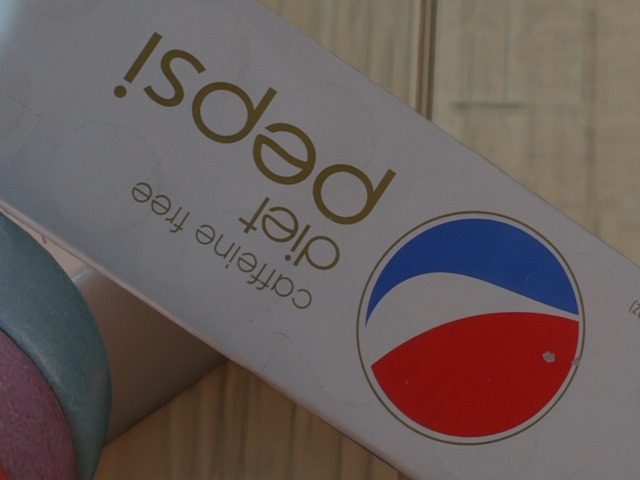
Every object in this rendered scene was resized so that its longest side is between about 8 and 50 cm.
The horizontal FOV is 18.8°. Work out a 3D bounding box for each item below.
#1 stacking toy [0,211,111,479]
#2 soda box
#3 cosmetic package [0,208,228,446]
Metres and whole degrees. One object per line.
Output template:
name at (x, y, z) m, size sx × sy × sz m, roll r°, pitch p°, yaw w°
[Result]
stacking toy at (-0.122, 0.126, 0.491) m, size 0.279 × 0.309 × 0.130 m, roll -27°, pitch 33°, yaw 18°
soda box at (0.000, 0.000, 0.474) m, size 0.216 × 0.069 × 0.074 m, roll 34°, pitch 87°, yaw -9°
cosmetic package at (-0.143, -0.031, 0.591) m, size 0.224 × 0.138 × 0.224 m, roll -35°, pitch 70°, yaw -7°
